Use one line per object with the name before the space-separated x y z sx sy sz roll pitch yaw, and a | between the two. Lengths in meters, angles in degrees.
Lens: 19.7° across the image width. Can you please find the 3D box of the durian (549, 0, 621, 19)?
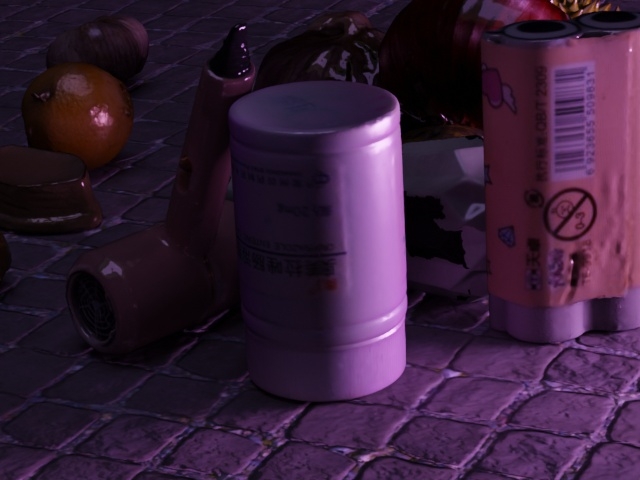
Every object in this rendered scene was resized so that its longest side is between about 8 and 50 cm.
durian | 0.341 -0.228 2.355 0.172 0.166 0.306 30 33 2

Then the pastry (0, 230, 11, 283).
pastry | -0.392 0.020 1.884 0.153 0.081 0.153 -3 31 2

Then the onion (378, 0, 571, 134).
onion | 0.212 -0.193 2.081 0.273 0.273 0.285 13 48 36

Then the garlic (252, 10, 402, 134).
garlic | 0.039 -0.199 2.264 0.245 0.161 0.245 6 19 -2

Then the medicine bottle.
medicine bottle | 0.000 0.000 1.629 0.152 0.254 0.152 -2 21 1

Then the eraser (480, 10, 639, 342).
eraser | 0.236 -0.057 1.690 0.171 0.291 0.087 -9 21 -12

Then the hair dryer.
hair dryer | -0.123 -0.056 1.694 0.189 0.344 0.107 -22 51 -39

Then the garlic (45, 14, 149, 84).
garlic | -0.307 -0.255 2.546 0.147 0.102 0.159 -17 10 2

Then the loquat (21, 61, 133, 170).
loquat | -0.294 -0.149 2.228 0.141 0.141 0.141 -3 21 1

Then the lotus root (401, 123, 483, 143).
lotus root | 0.139 -0.065 1.959 0.209 0.120 0.120 -1 21 22

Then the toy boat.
toy boat | -0.326 -0.058 2.094 0.188 0.061 0.116 12 26 34

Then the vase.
vase | 0.036 -0.030 1.857 0.360 0.165 0.165 4 22 29
